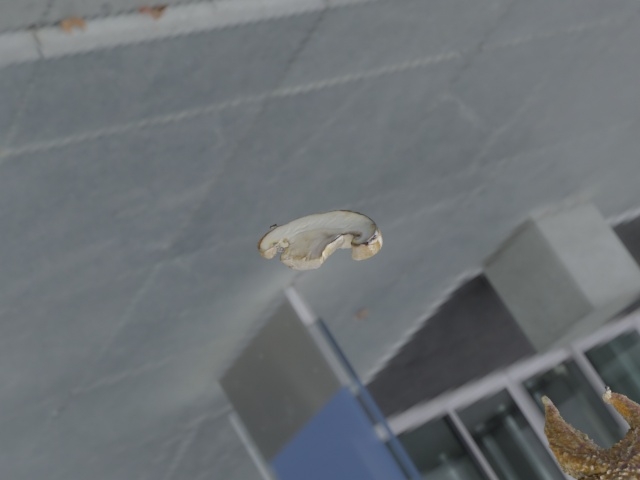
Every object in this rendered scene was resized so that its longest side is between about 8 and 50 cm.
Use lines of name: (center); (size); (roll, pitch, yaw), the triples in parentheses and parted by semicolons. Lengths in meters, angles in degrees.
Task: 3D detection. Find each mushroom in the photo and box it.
mushroom: (0.000, 0.000, 0.984); (0.101, 0.019, 0.049); (-1, -140, 39)

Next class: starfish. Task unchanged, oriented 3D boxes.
starfish: (0.348, 0.296, 1.772); (0.302, 0.299, 0.060); (-42, 139, -35)
